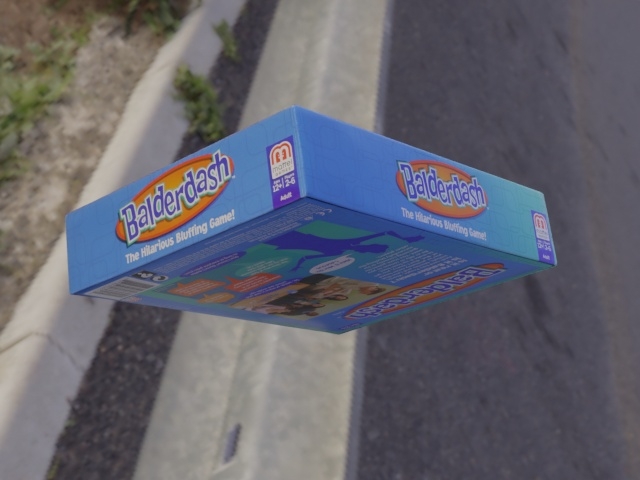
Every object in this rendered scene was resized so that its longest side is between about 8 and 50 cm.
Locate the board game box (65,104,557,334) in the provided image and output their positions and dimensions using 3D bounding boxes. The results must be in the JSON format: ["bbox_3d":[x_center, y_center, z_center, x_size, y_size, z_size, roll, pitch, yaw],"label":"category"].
[{"bbox_3d":[0.000,0.000,0.645,0.210,0.160,0.047,14,62,-49],"label":"board game box"}]
